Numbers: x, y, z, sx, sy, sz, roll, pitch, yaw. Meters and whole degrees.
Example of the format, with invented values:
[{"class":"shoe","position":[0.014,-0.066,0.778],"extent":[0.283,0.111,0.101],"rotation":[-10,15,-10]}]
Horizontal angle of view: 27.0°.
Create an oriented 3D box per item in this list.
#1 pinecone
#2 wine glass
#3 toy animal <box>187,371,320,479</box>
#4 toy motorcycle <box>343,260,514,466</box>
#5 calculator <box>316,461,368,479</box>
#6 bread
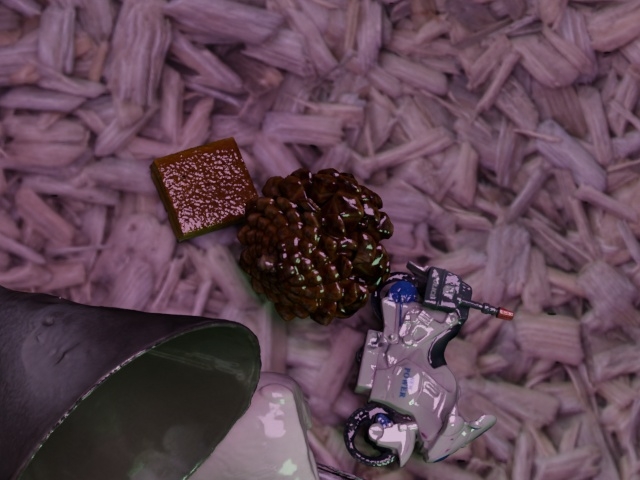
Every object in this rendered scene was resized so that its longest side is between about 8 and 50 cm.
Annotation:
[{"class":"pinecone","position":[0.000,0.000,1.342],"extent":[0.173,0.173,0.174],"rotation":[6,69,-16]},{"class":"wine glass","position":[-0.279,0.045,1.110],"extent":[0.267,0.267,0.406],"rotation":[-37,66,-26]},{"class":"toy animal","position":[-0.129,0.213,1.240],"extent":[0.282,0.138,0.141],"rotation":[-23,51,16]},{"class":"toy motorcycle","position":[0.111,0.132,1.357],"extent":[0.150,0.102,0.221],"rotation":[12,67,0]},{"class":"calculator","position":[-0.029,0.345,1.270],"extent":[0.165,0.028,0.274],"rotation":[22,66,-10]},{"class":"bread","position":[-0.118,-0.054,1.382],"extent":[0.094,0.035,0.090],"rotation":[-18,77,-23]}]
